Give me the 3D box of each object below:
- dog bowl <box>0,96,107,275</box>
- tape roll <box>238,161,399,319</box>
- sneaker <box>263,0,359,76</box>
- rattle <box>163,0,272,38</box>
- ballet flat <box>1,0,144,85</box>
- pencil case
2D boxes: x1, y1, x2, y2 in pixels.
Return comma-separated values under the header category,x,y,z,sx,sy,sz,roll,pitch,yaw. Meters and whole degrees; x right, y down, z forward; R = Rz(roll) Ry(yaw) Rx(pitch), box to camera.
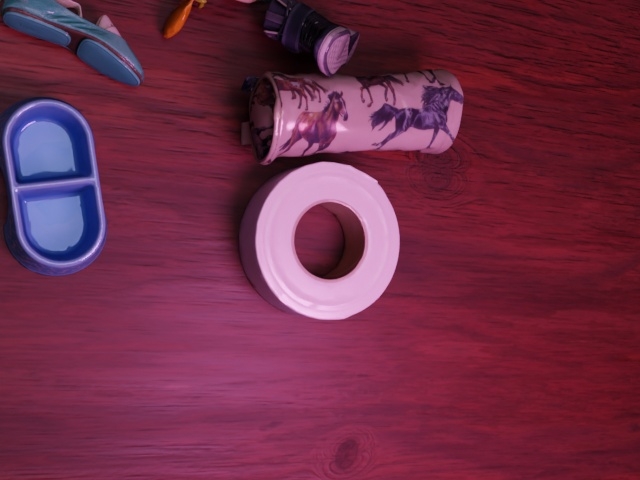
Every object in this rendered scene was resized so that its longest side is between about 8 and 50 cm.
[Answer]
category,x,y,z,sx,sy,sz,roll,pitch,yaw
dog bowl,-0.432,-0.090,1.370,0.166,0.074,0.297,-9,92,-23
tape roll,0.000,0.000,1.543,0.286,0.100,0.286,1,89,-23
sneaker,-0.029,-0.353,1.448,0.163,0.226,0.086,26,106,2
rattle,-0.159,-0.404,1.499,0.199,0.130,0.143,4,99,-50
ballet flat,-0.391,-0.345,1.391,0.247,0.083,0.087,25,65,-23
pencil case,0.065,-0.227,1.535,0.410,0.183,0.160,-6,100,-26
